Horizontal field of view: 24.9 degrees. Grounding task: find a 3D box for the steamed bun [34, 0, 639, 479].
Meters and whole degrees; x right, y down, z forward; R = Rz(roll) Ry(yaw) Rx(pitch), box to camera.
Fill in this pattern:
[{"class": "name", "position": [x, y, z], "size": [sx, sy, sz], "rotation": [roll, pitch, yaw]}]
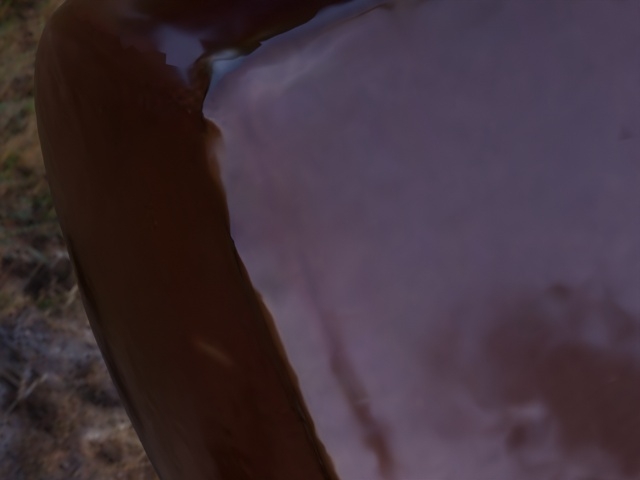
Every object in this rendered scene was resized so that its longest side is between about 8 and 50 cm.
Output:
[{"class": "steamed bun", "position": [0.053, 0.048, 0.541], "size": [0.379, 0.235, 0.248], "rotation": [64, -15, -15]}]
